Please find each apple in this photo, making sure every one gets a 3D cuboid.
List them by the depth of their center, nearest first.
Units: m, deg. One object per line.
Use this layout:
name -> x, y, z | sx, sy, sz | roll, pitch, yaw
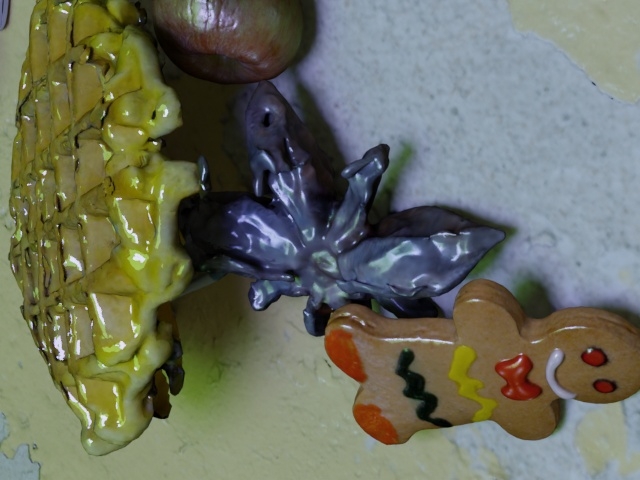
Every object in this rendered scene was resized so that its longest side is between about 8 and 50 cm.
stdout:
apple -> -0.074, -0.185, 1.240 | 0.126, 0.126, 0.102 | -6, 65, 40

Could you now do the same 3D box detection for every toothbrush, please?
toothbrush -> -0.081, 0.023, 1.371 | 0.276, 0.019, 0.025 | -34, 86, 40

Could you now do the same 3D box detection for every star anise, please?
star anise -> -0.004, -0.002, 1.231 | 0.258, 0.110, 0.198 | 34, 124, 8

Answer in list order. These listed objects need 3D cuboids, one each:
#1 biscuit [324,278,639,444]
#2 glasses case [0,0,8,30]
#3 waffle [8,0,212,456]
biscuit -> 0.127, 0.099, 1.165 | 0.250, 0.036, 0.165 | -6, 131, 24
glasses case -> -0.315, -0.242, 1.473 | 0.032, 0.021, 0.083 | 25, 118, 30
waffle -> -0.197, -0.035, 1.307 | 0.379, 0.095, 0.382 | -125, 38, -51
